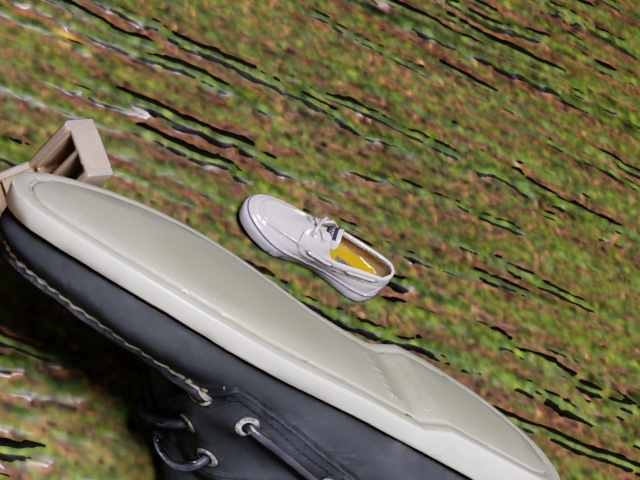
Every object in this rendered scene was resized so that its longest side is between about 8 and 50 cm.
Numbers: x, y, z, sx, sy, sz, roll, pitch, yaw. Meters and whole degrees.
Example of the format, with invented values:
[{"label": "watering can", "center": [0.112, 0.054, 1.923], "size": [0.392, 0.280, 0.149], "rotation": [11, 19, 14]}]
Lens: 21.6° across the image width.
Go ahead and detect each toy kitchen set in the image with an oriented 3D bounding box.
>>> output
[{"label": "toy kitchen set", "center": [-0.169, -0.043, 0.862], "size": [0.083, 0.075, 0.068], "rotation": [-7, 68, -43]}]

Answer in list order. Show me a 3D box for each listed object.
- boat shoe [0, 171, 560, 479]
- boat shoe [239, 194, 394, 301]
[{"label": "boat shoe", "center": [-0.034, 0.085, 0.866], "size": [0.340, 0.113, 0.127], "rotation": [29, 14, -30]}, {"label": "boat shoe", "center": [0.000, 0.000, 0.987], "size": [0.100, 0.035, 0.035], "rotation": [34, 50, -15]}]
